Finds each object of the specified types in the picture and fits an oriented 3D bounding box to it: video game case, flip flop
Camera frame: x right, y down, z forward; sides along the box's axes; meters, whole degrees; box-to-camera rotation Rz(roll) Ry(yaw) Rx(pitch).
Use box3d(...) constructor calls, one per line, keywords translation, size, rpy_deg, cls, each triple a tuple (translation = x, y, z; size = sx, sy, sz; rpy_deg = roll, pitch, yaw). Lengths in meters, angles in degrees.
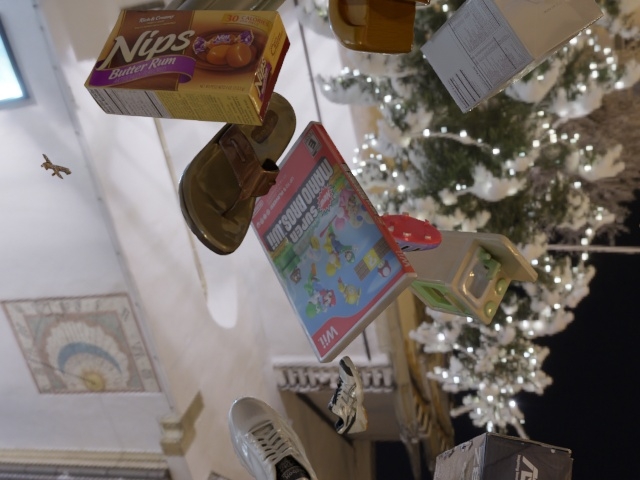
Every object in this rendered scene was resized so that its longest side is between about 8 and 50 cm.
box3d(translation=(0.000, 0.000, 0.935), size=(0.025, 0.204, 0.285), rpy_deg=(2, -131, -44), cls="video game case")
box3d(translation=(-0.092, -0.103, 0.858), size=(0.080, 0.112, 0.277), rpy_deg=(-19, -146, 45), cls="flip flop")

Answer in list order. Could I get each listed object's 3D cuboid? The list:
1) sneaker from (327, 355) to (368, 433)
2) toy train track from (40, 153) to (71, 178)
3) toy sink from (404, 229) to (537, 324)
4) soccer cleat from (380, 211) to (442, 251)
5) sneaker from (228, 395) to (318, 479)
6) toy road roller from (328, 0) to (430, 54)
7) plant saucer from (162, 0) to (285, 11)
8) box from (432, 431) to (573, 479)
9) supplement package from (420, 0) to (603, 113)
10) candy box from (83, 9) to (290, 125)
box3d(translation=(0.024, 0.158, 0.660), size=(0.037, 0.083, 0.032), rpy_deg=(-12, -168, -7), cls="sneaker")
box3d(translation=(-0.411, -0.109, 1.020), size=(0.014, 0.048, 0.083), rpy_deg=(-37, 178, 3), cls="toy train track")
box3d(translation=(0.296, 0.076, 1.357), size=(0.234, 0.153, 0.131), rpy_deg=(6, -120, 53), cls="toy sink")
box3d(translation=(0.114, -0.003, 1.313), size=(0.248, 0.095, 0.083), rpy_deg=(5, -141, 1), cls="soccer cleat")
box3d(translation=(-0.054, 0.290, 0.872), size=(0.090, 0.095, 0.235), rpy_deg=(-28, -128, -18), cls="sneaker")
box3d(translation=(0.073, -0.475, 1.223), size=(0.202, 0.240, 0.329), rpy_deg=(-5, -161, -35), cls="toy road roller")
box3d(translation=(-0.121, -0.389, 1.002), size=(0.400, 0.100, 0.400), rpy_deg=(-35, -153, 21), cls="plant saucer")
box3d(translation=(0.157, 0.423, 0.699), size=(0.097, 0.318, 0.395), rpy_deg=(11, -113, 7), cls="box")
box3d(translation=(0.324, -0.360, 1.139), size=(0.194, 0.149, 0.203), rpy_deg=(-34, 180, -26), cls="supplement package")
box3d(translation=(-0.136, -0.182, 0.679), size=(0.187, 0.053, 0.109), rpy_deg=(8, -115, 17), cls="candy box")
